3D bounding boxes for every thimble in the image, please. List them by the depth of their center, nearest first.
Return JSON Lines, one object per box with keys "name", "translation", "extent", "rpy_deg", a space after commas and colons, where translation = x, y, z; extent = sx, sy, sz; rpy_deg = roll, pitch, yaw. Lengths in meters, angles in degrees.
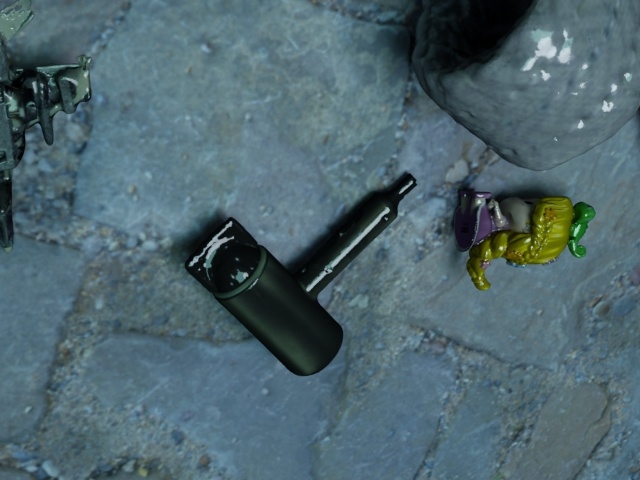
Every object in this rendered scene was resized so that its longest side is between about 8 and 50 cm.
{"name": "thimble", "translation": [0.209, -0.207, 1.027], "extent": [0.157, 0.217, 0.245], "rpy_deg": [32, 81, -32]}

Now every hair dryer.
{"name": "hair dryer", "translation": [0.000, 0.000, 1.152], "extent": [0.248, 0.078, 0.195], "rpy_deg": [-45, 123, -6]}

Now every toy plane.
{"name": "toy plane", "translation": [-0.296, -0.089, 0.967], "extent": [0.192, 0.088, 0.262], "rpy_deg": [-11, 119, -17]}

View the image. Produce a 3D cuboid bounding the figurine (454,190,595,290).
{"name": "figurine", "translation": [0.233, 0.002, 1.215], "extent": [0.156, 0.095, 0.115], "rpy_deg": [0, 104, -17]}
